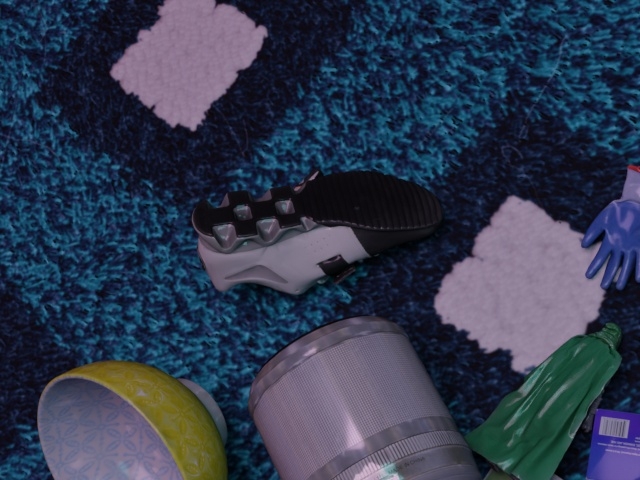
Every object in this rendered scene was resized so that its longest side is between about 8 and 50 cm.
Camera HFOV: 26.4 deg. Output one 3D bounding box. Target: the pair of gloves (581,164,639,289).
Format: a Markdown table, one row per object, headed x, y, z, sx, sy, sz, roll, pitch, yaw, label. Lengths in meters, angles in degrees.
| x | y | z | sx | sy | sz | roll | pitch | yaw | label |
| --- | --- | --- | --- | --- | --- | --- | --- | --- | --- |
| 0.418 | 0.005 | 1.668 | 0.198 | 0.023 | 0.159 | 26 | 100 | 32 | pair of gloves |

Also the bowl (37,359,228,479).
| x | y | z | sx | sy | sz | roll | pitch | yaw | label |
| --- | --- | --- | --- | --- | --- | --- | --- | --- | --- |
| -0.214 | 0.266 | 1.774 | 0.289 | 0.289 | 0.156 | 26 | 39 | 29 | bowl |

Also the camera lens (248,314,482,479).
| x | y | z | sx | sy | sz | roll | pitch | yaw | label |
| --- | --- | --- | --- | --- | --- | --- | --- | --- | --- |
| 0.053 | 0.245 | 1.646 | 0.219 | 0.219 | 0.274 | -33 | 62 | 9 | camera lens |

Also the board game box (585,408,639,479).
| x | y | z | sx | sy | sz | roll | pitch | yaw | label |
| --- | --- | --- | --- | --- | --- | --- | --- | --- | --- |
| 0.480 | 0.262 | 1.448 | 0.347 | 0.233 | 0.078 | 5 | 73 | 25 | board game box |

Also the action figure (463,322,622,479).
| x | y | z | sx | sy | sz | roll | pitch | yaw | label |
| --- | --- | --- | --- | --- | --- | --- | --- | --- | --- |
| 0.290 | 0.191 | 1.648 | 0.232 | 0.063 | 0.137 | -49 | 47 | -10 | action figure |

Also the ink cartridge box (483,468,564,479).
| x | y | z | sx | sy | sz | roll | pitch | yaw | label |
| --- | --- | --- | --- | --- | --- | --- | --- | --- | --- |
| 0.263 | 0.366 | 1.609 | 0.171 | 0.056 | 0.235 | -55 | 36 | -3 | ink cartridge box |

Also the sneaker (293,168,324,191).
| x | y | z | sx | sy | sz | roll | pitch | yaw | label |
| --- | --- | --- | --- | --- | --- | --- | --- | --- | --- |
| -0.038 | -0.058 | 1.901 | 0.043 | 0.040 | 0.109 | 37 | 88 | 32 | sneaker |

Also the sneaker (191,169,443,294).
| x | y | z | sx | sy | sz | roll | pitch | yaw | label |
| --- | --- | --- | --- | --- | --- | --- | --- | --- | --- |
| 0.000 | 0.000 | 1.833 | 0.330 | 0.146 | 0.122 | -5 | 41 | -1 | sneaker |
